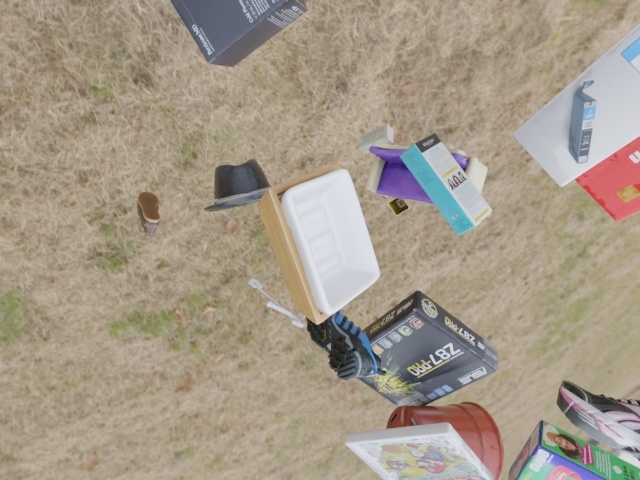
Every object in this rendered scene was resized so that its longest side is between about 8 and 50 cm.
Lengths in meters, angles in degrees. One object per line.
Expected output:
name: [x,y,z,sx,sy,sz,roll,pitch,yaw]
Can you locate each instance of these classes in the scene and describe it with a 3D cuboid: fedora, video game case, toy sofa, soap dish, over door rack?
fedora: [-0.289,-0.207,1.485,0.334,0.334,0.153,-17,100,-23]
video game case: [0.197,0.442,0.825,0.227,0.026,0.206,-23,119,30]
toy sofa: [0.310,-0.199,1.283,0.177,0.362,0.150,12,95,-47]
soap dish: [0.000,0.000,0.893,0.229,0.118,0.291,-29,104,-45]
over door rack: [-0.114,0.119,1.427,0.108,0.324,0.240,36,87,-46]

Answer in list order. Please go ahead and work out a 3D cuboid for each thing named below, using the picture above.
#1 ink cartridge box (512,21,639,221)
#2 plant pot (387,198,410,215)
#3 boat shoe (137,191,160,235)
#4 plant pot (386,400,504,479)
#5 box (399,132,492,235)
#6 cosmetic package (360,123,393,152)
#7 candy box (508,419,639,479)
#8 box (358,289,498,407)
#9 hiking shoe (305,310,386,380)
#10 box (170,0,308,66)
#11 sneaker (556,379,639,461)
ink cartridge box: [0.525,-0.186,0.670,0.066,0.261,0.296,-34,171,-37]
plant pot: [0.396,-0.182,2.032,0.081,0.081,0.083,-32,-178,27]
boat shoe: [-0.612,-0.098,1.449,0.073,0.207,0.073,7,122,-28]
plant pot: [0.362,0.630,1.263,0.265,0.272,0.272,14,123,-20]
box: [0.308,-0.140,1.005,0.100,0.244,0.060,-32,175,-38]
cosmetic package: [0.199,-0.359,1.447,0.115,0.060,0.041,-12,149,40]
candy box: [0.740,0.712,1.167,0.122,0.317,0.268,-38,143,-53]
box: [0.288,0.364,1.287,0.318,0.097,0.395,36,128,-10]
hiking shoe: [0.057,0.268,1.153,0.132,0.304,0.113,17,118,-36]
box: [-0.267,-0.750,1.189,0.312,0.179,0.343,-27,101,20]
sneaker: [0.414,0.242,0.548,0.077,0.178,0.072,-47,152,-20]
